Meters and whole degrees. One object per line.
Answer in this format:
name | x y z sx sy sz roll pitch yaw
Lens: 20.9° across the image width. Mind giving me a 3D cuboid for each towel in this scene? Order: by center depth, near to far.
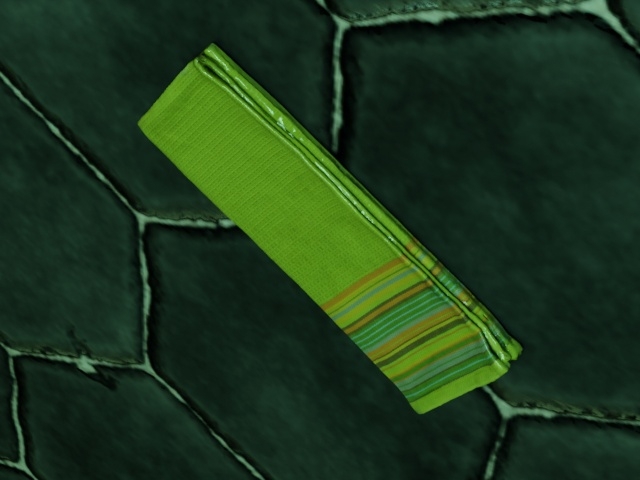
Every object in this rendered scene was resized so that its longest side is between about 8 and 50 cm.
towel | 0.000 0.000 0.954 0.237 0.021 0.102 45 143 -5
